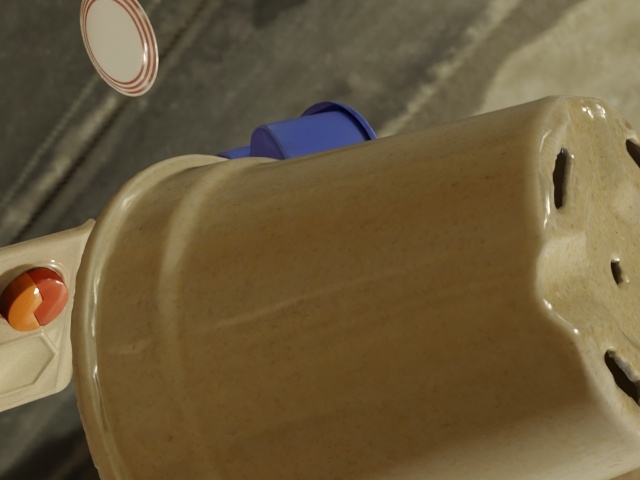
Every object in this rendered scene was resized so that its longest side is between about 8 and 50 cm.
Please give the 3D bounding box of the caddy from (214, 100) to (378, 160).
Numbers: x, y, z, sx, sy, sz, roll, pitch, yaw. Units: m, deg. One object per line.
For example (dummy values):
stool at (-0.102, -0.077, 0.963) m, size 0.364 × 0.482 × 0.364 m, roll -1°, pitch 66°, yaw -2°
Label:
caddy at (0.000, 0.000, 1.974) m, size 0.179 × 0.341 × 0.241 m, roll -7°, pitch 170°, yaw -31°

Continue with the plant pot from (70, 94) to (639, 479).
plant pot at (0.069, 0.060, 1.023) m, size 0.305 × 0.334 × 0.334 m, roll -19°, pitch 149°, yaw 34°

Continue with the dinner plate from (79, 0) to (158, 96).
dinner plate at (-0.240, -0.236, 1.900) m, size 0.017 × 0.141 × 0.141 m, roll -15°, pitch 149°, yaw 29°

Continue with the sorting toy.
sorting toy at (-0.313, 0.130, 1.494) m, size 0.229 × 0.041 × 0.307 m, roll -21°, pitch 141°, yaw -37°
